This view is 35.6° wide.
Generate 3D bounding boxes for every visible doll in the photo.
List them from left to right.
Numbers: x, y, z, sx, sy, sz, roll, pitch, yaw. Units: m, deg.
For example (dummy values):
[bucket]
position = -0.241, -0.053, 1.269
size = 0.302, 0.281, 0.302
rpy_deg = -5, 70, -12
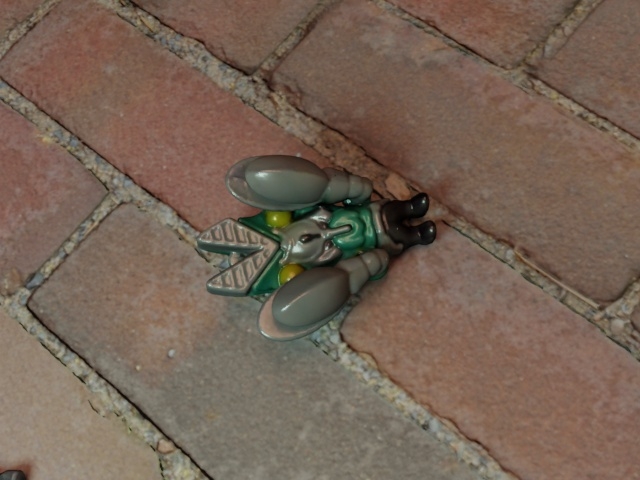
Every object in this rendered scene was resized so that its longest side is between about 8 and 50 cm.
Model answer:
[doll]
position = -0.011, -0.017, 1.099
size = 0.258, 0.153, 0.195
rpy_deg = -38, 78, -14

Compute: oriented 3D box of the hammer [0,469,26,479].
[hammer]
position = -0.401, 0.376, 1.028
size = 0.137, 0.037, 0.289
rpy_deg = -2, 58, 10
